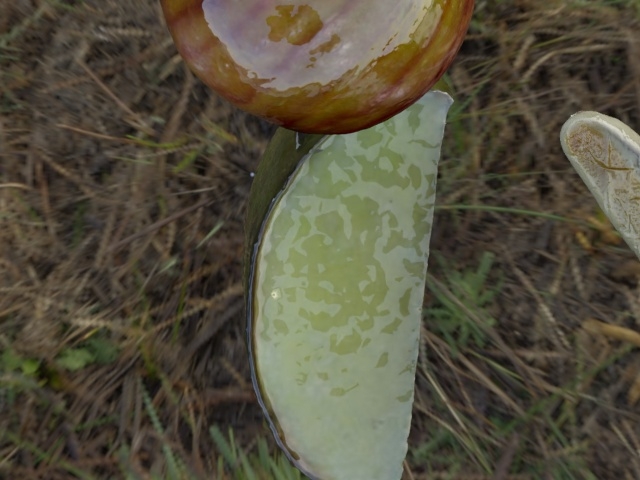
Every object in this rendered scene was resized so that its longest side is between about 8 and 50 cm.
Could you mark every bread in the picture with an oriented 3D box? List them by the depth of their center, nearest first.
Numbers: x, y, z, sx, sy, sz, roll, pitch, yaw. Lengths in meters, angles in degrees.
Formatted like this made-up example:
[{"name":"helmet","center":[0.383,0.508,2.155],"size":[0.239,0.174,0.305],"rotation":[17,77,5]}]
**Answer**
[{"name":"bread","center":[0.298,-0.046,1.409],"size":[0.073,0.053,0.214],"rotation":[-22,120,34]}]

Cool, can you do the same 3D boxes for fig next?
[{"name":"fig","center":[0.024,-0.154,0.792],"size":[0.207,0.175,0.175],"rotation":[-34,94,17]}]

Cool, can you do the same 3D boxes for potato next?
[{"name":"potato","center":[0.000,0.000,1.005],"size":[0.112,0.255,0.269],"rotation":[6,106,-7]}]
